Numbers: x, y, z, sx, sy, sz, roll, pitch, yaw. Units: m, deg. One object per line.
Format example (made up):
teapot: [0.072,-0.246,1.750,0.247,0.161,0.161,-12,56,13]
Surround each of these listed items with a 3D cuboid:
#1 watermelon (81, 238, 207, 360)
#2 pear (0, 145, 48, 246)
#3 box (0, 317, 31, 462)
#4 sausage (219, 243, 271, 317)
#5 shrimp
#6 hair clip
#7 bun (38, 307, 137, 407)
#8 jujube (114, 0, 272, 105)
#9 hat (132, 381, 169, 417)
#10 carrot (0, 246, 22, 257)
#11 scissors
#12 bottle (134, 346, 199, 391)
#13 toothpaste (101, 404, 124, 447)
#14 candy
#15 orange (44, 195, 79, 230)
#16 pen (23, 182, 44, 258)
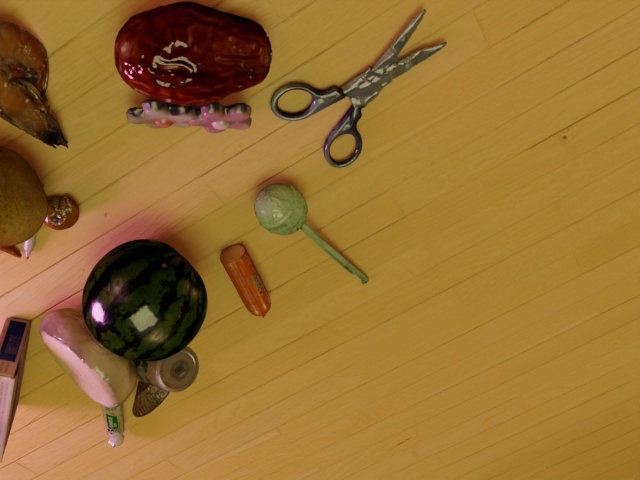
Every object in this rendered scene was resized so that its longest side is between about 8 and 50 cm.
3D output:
watermelon: [-0.403,0.139,1.623,0.285,0.285,0.285,-6,129,-7]
pear: [-0.683,-0.098,1.438,0.229,0.188,0.211,-1,138,-4]
box: [-0.809,0.386,1.794,0.065,0.200,0.343,13,124,-17]
sausage: [-0.181,0.115,1.787,0.071,0.071,0.234,-19,129,4]
shrimp: [-0.572,-0.298,1.366,0.164,0.062,0.317,-55,152,-15]
hair clip: [-0.268,-0.262,1.452,0.257,0.075,0.146,7,164,-13]
bun: [-0.560,0.282,1.744,0.146,0.287,0.287,-42,137,-30]
jujube: [-0.238,-0.352,1.329,0.291,0.197,0.197,-8,131,-25]
hat: [-0.493,0.420,1.978,0.146,0.067,0.146,-43,155,-26]
carrot: [-0.752,0.007,1.612,0.142,0.035,0.035,27,118,-34]
scissors: [0.098,-0.337,1.510,0.383,0.029,0.256,-39,125,21]
bottle: [-0.418,0.312,1.800,0.121,0.253,0.120,0,90,-37]
toothpaste: [-0.594,0.469,2.003,0.058,0.056,0.314,-32,138,-40]
candy: [0.000,0.000,1.729,0.119,0.119,0.440,-36,133,17]
orange: [-0.585,-0.057,1.575,0.086,0.062,0.086,-6,132,-6]
pen: [-0.655,-0.040,1.598,0.026,0.026,0.218,10,125,-19]
